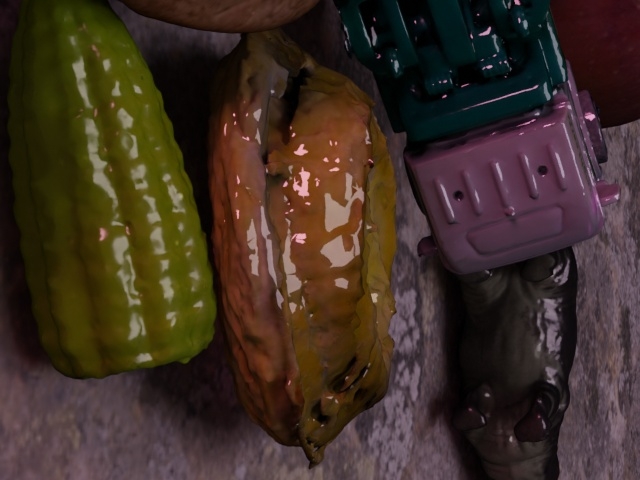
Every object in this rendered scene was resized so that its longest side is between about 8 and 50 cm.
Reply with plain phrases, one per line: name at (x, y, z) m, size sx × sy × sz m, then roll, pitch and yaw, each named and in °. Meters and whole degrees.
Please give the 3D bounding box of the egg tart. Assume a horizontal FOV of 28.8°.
egg tart at (0.000, 0.000, 0.767) m, size 0.279 × 0.095 × 0.279 m, roll -6°, pitch 90°, yaw -80°

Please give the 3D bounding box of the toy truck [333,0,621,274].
toy truck at (0.089, -0.154, 0.853) m, size 0.178 × 0.176 × 0.363 m, roll -77°, pitch 148°, yaw -63°

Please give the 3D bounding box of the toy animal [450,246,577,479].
toy animal at (0.178, 0.151, 1.136) m, size 0.168 × 0.106 × 0.343 m, roll -45°, pitch 134°, yaw -61°

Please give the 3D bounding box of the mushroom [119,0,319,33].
mushroom at (-0.078, -0.235, 0.635) m, size 0.278 × 0.146 × 0.278 m, roll 28°, pitch 49°, yaw -37°

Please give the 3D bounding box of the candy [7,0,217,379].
candy at (-0.112, -0.032, 0.633) m, size 0.096 × 0.096 × 0.210 m, roll -29°, pitch 112°, yaw -58°

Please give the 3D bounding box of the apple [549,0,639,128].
apple at (0.206, -0.231, 1.064) m, size 0.305 × 0.235 × 0.306 m, roll -6°, pitch 96°, yaw -63°
